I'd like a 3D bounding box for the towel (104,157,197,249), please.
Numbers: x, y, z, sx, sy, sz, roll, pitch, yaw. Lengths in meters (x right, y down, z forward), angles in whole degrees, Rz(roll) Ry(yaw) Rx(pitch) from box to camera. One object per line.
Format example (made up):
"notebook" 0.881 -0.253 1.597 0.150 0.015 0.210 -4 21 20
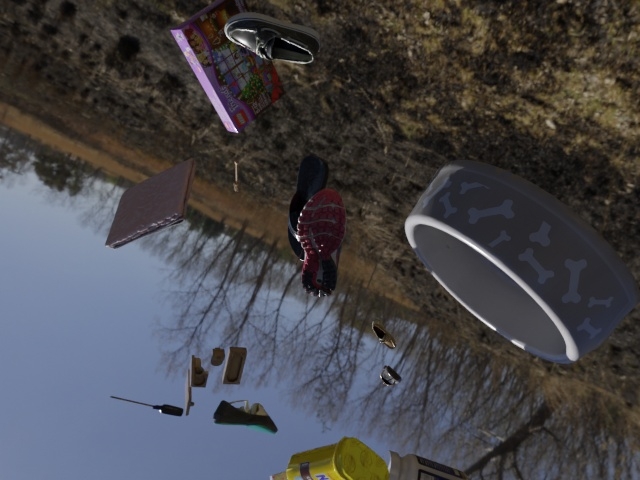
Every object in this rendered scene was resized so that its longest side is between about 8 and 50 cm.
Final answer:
"towel" -0.606 -0.135 1.636 0.332 0.316 0.053 -21 135 16

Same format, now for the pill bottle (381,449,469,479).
"pill bottle" 0.322 0.771 1.428 0.265 0.153 0.153 21 179 -2

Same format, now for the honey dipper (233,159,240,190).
"honey dipper" -0.355 -0.278 1.916 0.031 0.030 0.160 22 138 11

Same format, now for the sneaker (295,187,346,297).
"sneaker" 0.000 0.000 1.176 0.121 0.298 0.112 9 -149 3

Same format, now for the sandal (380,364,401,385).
"sandal" 0.273 0.540 1.772 0.090 0.060 0.219 40 170 13

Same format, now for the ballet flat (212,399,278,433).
"ballet flat" -0.182 0.447 1.152 0.203 0.074 0.074 31 173 -38

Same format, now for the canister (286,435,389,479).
"canister" 0.030 0.454 0.883 0.126 0.073 0.170 43 130 -16

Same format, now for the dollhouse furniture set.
"dollhouse furniture set" -0.287 0.387 1.250 0.152 0.143 0.123 9 -160 -20

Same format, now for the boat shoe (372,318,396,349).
"boat shoe" 0.239 0.367 1.723 0.135 0.050 0.045 52 -150 -4

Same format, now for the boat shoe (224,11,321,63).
"boat shoe" -0.110 -0.436 0.982 0.220 0.070 0.077 12 151 8

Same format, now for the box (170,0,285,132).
"box" -0.229 -0.465 1.193 0.057 0.201 0.293 23 151 42

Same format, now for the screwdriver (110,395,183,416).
"screwdriver" -0.407 0.389 1.057 0.170 0.025 0.024 13 157 -13

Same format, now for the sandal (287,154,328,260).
"sandal" -0.072 -0.131 1.878 0.168 0.444 0.107 11 -168 30

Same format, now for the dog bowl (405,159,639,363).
"dog bowl" 0.273 0.042 0.680 0.349 0.102 0.349 45 174 6

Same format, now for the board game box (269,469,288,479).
"board game box" -0.073 0.554 1.069 0.090 0.019 0.090 -10 155 -15
